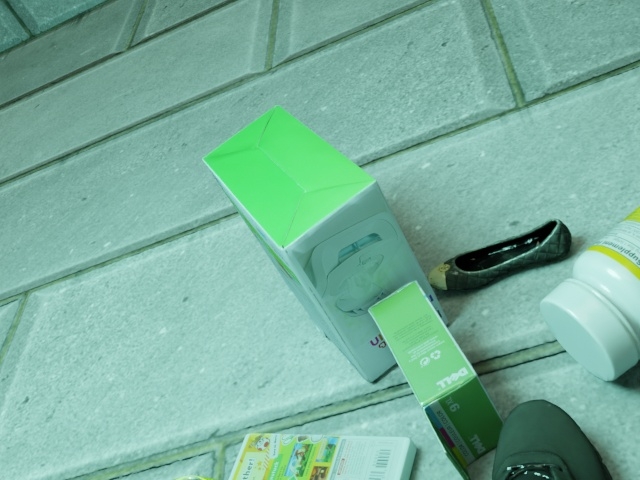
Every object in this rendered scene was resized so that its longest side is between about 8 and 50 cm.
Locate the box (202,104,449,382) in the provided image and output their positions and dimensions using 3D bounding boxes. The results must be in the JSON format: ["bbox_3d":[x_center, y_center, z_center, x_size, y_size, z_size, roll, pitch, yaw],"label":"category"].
[{"bbox_3d":[0.000,0.000,0.966,0.127,0.231,0.262,-37,36,-6],"label":"box"}]

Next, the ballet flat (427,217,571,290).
[{"bbox_3d":[0.205,0.015,0.953,0.173,0.049,0.057,-20,37,16],"label":"ballet flat"}]

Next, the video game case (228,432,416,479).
[{"bbox_3d":[-0.024,0.296,0.812,0.206,0.026,0.227,-7,44,30],"label":"video game case"}]

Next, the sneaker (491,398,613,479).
[{"bbox_3d":[0.177,0.236,0.647,0.109,0.130,0.286,-17,37,23],"label":"sneaker"}]

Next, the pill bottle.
[{"bbox_3d":[0.323,0.032,0.788,0.208,0.119,0.119,-38,36,-8],"label":"pill bottle"}]

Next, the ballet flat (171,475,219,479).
[{"bbox_3d":[-0.107,0.273,0.810,0.231,0.077,0.077,10,54,43],"label":"ballet flat"}]

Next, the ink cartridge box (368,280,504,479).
[{"bbox_3d":[0.126,0.146,0.806,0.062,0.109,0.209,-31,36,3],"label":"ink cartridge box"}]
